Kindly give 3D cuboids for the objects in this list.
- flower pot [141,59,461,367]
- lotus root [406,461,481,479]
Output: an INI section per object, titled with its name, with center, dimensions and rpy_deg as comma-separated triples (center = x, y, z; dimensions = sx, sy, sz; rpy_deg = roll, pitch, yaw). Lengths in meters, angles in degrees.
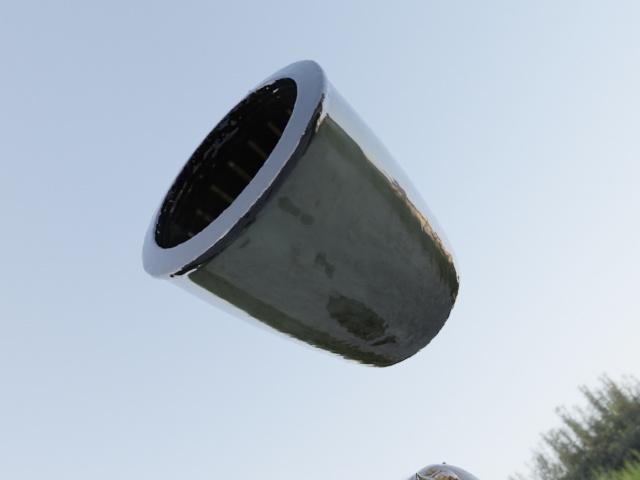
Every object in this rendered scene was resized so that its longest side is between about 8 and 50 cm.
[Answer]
[flower pot]
center = 0.000, 0.000, 0.631
dimensions = 0.293, 0.294, 0.330
rpy_deg = -46, -61, 9
[lotus root]
center = 0.141, 0.353, 0.579
dimensions = 0.140, 0.154, 0.257
rpy_deg = 10, -52, 6
